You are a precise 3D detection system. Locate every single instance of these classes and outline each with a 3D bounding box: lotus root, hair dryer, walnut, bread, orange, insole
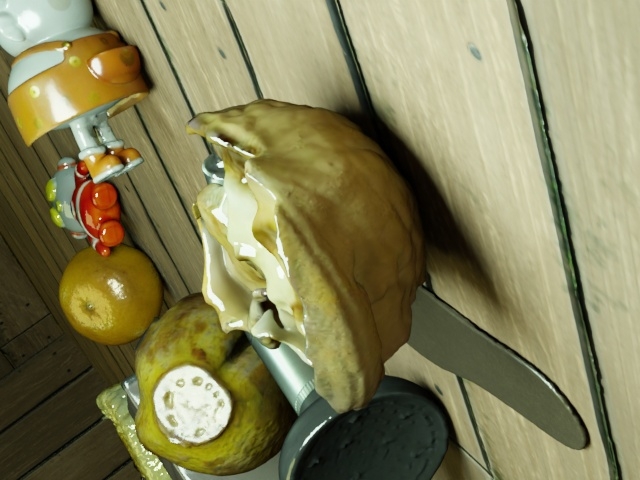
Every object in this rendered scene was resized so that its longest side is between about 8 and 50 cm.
[{"bbox_3d":[-0.104,0.143,1.552,0.193,0.193,0.291,53,-164,2],"label":"lotus root"},{"bbox_3d":[-0.049,0.069,1.332,0.320,0.156,0.284,53,179,39],"label":"hair dryer"},{"bbox_3d":[-0.005,-0.011,1.005,0.238,0.141,0.204,31,143,63],"label":"walnut"},{"bbox_3d":[-0.220,0.262,2.277,0.262,0.204,0.162,46,153,41],"label":"bread"},{"bbox_3d":[-0.304,0.075,2.192,0.159,0.159,0.136,54,-150,0],"label":"orange"},{"bbox_3d":[0.099,0.076,1.142,0.328,0.007,0.111,33,156,56],"label":"insole"}]

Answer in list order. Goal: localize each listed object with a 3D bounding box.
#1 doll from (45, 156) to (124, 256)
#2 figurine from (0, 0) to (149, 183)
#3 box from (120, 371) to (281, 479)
[{"bbox_3d":[-0.340,-0.055,2.133,0.245,0.076,0.142,21,122,59],"label":"doll"},{"bbox_3d":[-0.260,-0.182,1.443,0.271,0.143,0.143,50,166,7],"label":"figurine"},{"bbox_3d":[-0.105,0.241,1.819,0.252,0.188,0.153,53,167,10],"label":"box"}]
